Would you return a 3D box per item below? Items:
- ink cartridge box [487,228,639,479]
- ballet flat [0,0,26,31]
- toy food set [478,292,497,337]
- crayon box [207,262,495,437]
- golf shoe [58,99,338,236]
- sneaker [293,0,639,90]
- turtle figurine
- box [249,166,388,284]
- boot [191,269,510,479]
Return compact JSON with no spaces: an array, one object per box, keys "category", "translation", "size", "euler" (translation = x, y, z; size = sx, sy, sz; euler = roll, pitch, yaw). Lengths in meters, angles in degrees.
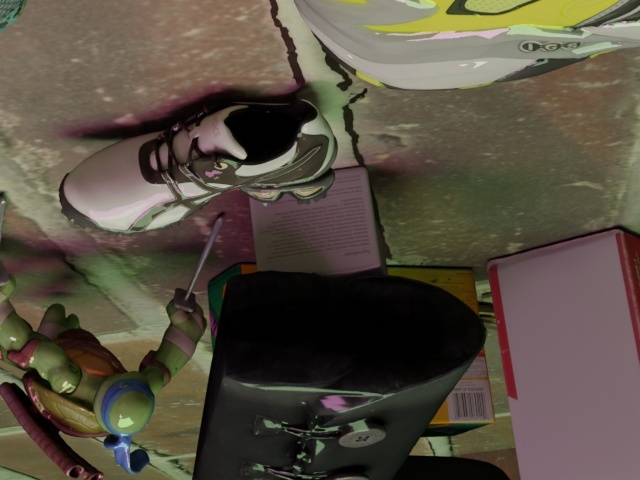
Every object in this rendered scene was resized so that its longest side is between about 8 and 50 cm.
[{"category":"ink cartridge box","translation":[0.352,0.164,1.627],"size":[0.160,0.279,0.384],"euler":[-18,161,29]},{"category":"ballet flat","translation":[-0.225,-0.144,0.706],"size":[0.188,0.070,0.070],"euler":[1,163,-33]},{"category":"toy food set","translation":[0.159,0.107,1.780],"size":[0.192,0.038,0.132],"euler":[-19,160,37]},{"category":"crayon box","translation":[0.033,0.114,1.516],"size":[0.278,0.165,0.081],"euler":[2,162,-28]},{"category":"golf shoe","translation":[-0.087,-0.061,1.036],"size":[0.198,0.077,0.094],"euler":[-13,154,-4]},{"category":"sneaker","translation":[0.156,-0.154,0.640],"size":[0.384,0.145,0.147],"euler":[-11,156,17]},{"category":"turtle figurine","translation":[-0.213,0.059,1.340],"size":[0.198,0.275,0.266],"euler":[-23,-164,-32]},{"category":"box","translation":[0.000,0.000,1.239],"size":[0.102,0.087,0.101],"euler":[-8,164,5]},{"category":"boot","translation":[0.062,0.177,1.341],"size":[0.367,0.146,0.445],"euler":[-8,143,-17]}]
